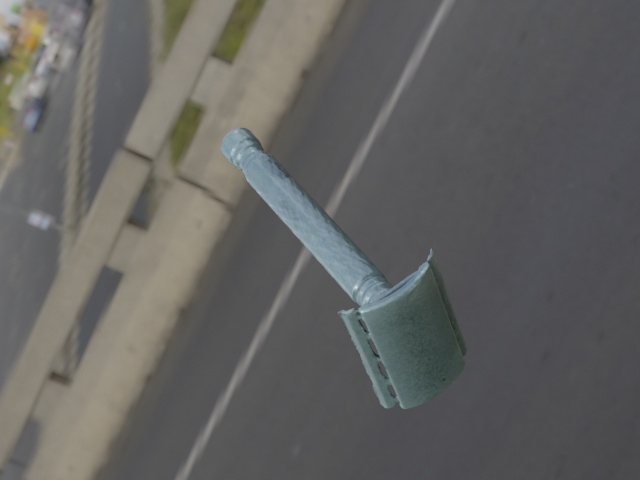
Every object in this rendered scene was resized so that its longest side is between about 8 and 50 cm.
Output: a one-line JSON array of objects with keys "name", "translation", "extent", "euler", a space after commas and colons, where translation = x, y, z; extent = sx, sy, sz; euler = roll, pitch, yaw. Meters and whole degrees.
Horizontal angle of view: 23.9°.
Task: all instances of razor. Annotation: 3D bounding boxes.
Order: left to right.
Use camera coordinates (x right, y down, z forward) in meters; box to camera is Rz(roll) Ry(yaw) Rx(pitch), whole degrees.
[{"name": "razor", "translation": [0.000, 0.000, 0.966], "extent": [0.068, 0.106, 0.232], "euler": [-34, 48, -10]}]
